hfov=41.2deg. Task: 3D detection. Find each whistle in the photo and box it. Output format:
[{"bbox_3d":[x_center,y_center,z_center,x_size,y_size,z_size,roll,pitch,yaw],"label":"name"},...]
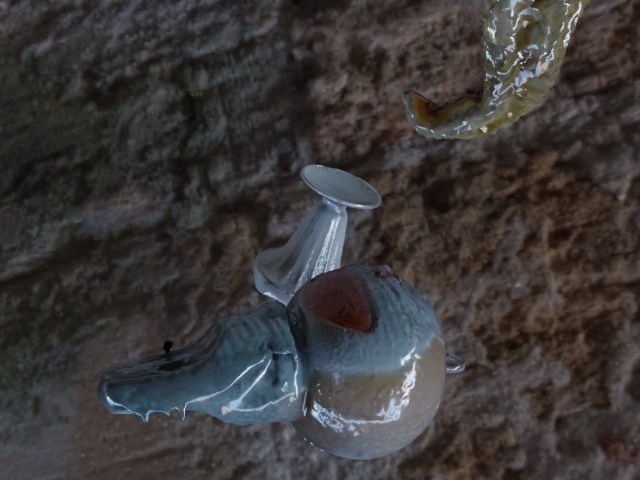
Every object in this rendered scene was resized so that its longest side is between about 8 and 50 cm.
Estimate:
[{"bbox_3d":[-0.025,0.106,0.780,0.348,0.189,0.189,0,152,-17],"label":"whistle"}]

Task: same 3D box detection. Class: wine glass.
[{"bbox_3d":[0.000,0.000,1.291,0.165,0.165,0.196,6,121,-32],"label":"wine glass"}]

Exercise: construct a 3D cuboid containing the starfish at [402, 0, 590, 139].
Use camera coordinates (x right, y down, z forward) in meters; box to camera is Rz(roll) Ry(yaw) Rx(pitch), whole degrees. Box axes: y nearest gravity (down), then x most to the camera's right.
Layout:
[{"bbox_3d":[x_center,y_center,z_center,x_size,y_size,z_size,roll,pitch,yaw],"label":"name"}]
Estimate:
[{"bbox_3d":[0.160,-0.164,0.304,0.327,0.094,0.375,19,131,-26],"label":"starfish"}]
